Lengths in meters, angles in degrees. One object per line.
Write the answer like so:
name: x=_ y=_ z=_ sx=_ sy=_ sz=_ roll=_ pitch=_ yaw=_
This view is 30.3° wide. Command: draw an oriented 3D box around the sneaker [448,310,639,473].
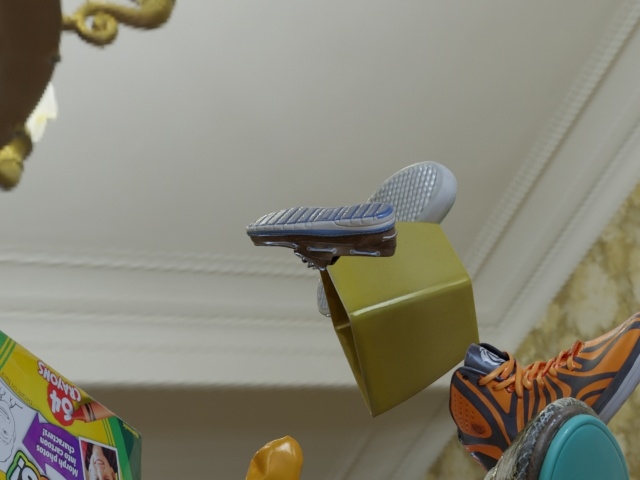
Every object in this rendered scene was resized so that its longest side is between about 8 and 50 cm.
sneaker: x=0.263 y=0.167 z=1.419 sx=0.321 sy=0.180 sz=0.124 roll=-56 pitch=-13 yaw=31

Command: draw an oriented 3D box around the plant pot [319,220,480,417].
plant pot: x=0.116 y=0.091 z=1.725 sx=0.187 sy=0.212 sz=0.212 roll=-18 pitch=-50 yaw=-6

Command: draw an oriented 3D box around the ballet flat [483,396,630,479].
ballet flat: x=0.255 y=0.326 z=1.213 sx=0.164 sy=0.182 sz=0.483 roll=-47 pitch=-55 yaw=-20

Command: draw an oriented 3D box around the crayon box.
crayon box: x=-0.324 y=0.285 z=1.253 sx=0.106 sy=0.313 sz=0.363 roll=-21 pitch=-39 yaw=17

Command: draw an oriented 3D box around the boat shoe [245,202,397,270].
boat shoe: x=0.000 y=0.000 z=1.361 sx=0.183 sy=0.066 sz=0.066 roll=-2 pitch=-69 yaw=26

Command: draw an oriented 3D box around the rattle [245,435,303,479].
rattle: x=-0.077 y=0.285 z=1.183 sx=0.142 sy=0.130 sz=0.200 roll=-51 pitch=-23 yaw=9

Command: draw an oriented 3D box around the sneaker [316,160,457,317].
sneaker: x=0.138 y=0.007 z=1.944 sx=0.150 sy=0.135 sz=0.366 roll=12 pitch=-40 yaw=-29
